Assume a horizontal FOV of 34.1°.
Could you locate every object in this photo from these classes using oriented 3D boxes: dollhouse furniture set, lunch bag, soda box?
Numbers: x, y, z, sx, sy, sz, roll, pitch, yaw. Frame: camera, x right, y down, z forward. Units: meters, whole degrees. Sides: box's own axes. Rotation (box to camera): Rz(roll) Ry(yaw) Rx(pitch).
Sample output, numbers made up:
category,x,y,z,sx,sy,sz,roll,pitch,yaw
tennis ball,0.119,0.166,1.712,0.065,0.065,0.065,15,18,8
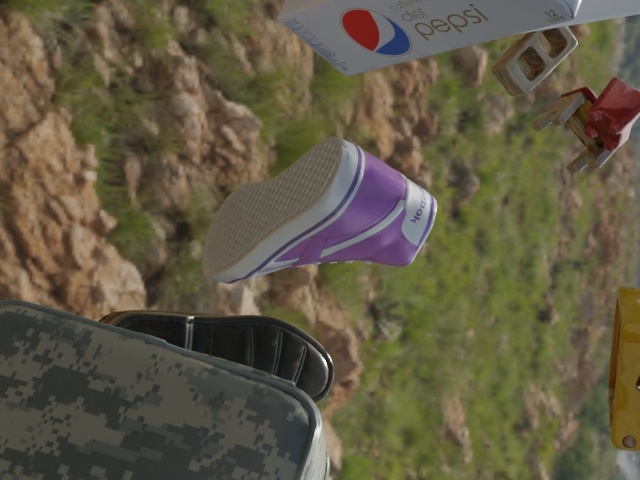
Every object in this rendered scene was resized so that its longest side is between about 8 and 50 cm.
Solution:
category,x,y,z,sx,sy,sz,roll,pitch,yaw
dollhouse furniture set,0.333,-0.285,1.426,0.152,0.201,0.374,-45,102,-15
lunch bag,-0.143,0.214,0.812,0.256,0.305,0.212,85,22,-59
soda box,0.067,-0.163,0.641,0.069,0.216,0.074,36,70,-29

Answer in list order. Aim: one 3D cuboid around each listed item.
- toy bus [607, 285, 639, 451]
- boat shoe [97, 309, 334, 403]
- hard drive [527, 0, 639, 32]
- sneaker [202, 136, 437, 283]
category,x,y,z,sx,sy,sz,roll,pitch,yaw
toy bus,0.275,0.081,0.647,0.202,0.191,0.104,-9,108,-31
boat shoe,-0.132,0.135,1.281,0.307,0.104,0.111,17,81,-28
hard drive,0.363,-0.370,1.157,0.047,0.353,0.233,-69,148,-58
sneaker,0.000,0.001,1.053,0.161,0.282,0.102,22,65,-30
